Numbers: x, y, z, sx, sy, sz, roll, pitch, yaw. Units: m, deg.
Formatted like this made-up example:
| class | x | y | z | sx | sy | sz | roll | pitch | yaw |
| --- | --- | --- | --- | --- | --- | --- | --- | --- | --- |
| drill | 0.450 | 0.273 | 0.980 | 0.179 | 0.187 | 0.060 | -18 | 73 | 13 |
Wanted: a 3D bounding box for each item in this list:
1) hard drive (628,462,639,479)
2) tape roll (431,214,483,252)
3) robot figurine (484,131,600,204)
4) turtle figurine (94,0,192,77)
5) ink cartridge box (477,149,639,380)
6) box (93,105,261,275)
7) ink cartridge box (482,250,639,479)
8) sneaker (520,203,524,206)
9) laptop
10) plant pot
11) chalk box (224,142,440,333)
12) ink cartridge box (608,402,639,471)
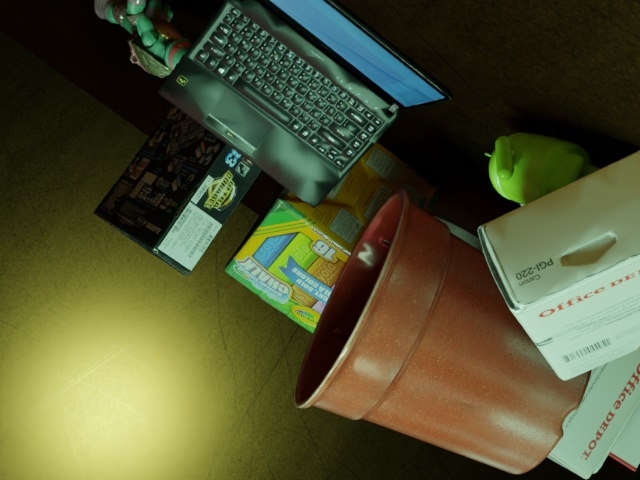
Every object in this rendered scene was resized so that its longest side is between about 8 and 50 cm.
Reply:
| class | x | y | z | sx | sy | sz | roll | pitch | yaw |
| --- | --- | --- | --- | --- | --- | --- | --- | --- | --- |
| hard drive | 0.352 | 0.234 | 1.050 | 0.064 | 0.339 | 0.237 | 34 | -177 | 14 |
| tape roll | 0.228 | 0.050 | 1.674 | 0.219 | 0.072 | 0.219 | 35 | 173 | 5 |
| robot figurine | 0.202 | -0.063 | 0.988 | 0.101 | 0.067 | 0.115 | 24 | -179 | -33 |
| turtle figurine | -0.195 | -0.266 | 1.359 | 0.175 | 0.118 | 0.234 | 40 | 177 | -41 |
| ink cartridge box | 0.250 | 0.031 | 0.964 | 0.218 | 0.158 | 0.092 | 44 | -157 | -59 |
| box | -0.173 | -0.116 | 1.507 | 0.073 | 0.293 | 0.295 | 40 | 172 | -28 |
| ink cartridge box | 0.307 | 0.167 | 1.502 | 0.289 | 0.211 | 0.121 | 38 | 172 | -26 |
| sneaker | 0.252 | 0.004 | 1.168 | 0.071 | 0.083 | 0.190 | 31 | 172 | 42 |
| laptop | -0.028 | -0.157 | 1.150 | 0.234 | 0.264 | 0.137 | 37 | -150 | -13 |
| plant pot | 0.147 | 0.120 | 1.223 | 0.265 | 0.272 | 0.272 | 26 | 175 | -7 |
| chalk box | 0.000 | 0.000 | 1.499 | 0.179 | 0.180 | 0.289 | 35 | 146 | -5 |
| ink cartridge box | 0.571 | 0.336 | 1.668 | 0.197 | 0.114 | 0.273 | 31 | -178 | 27 |
